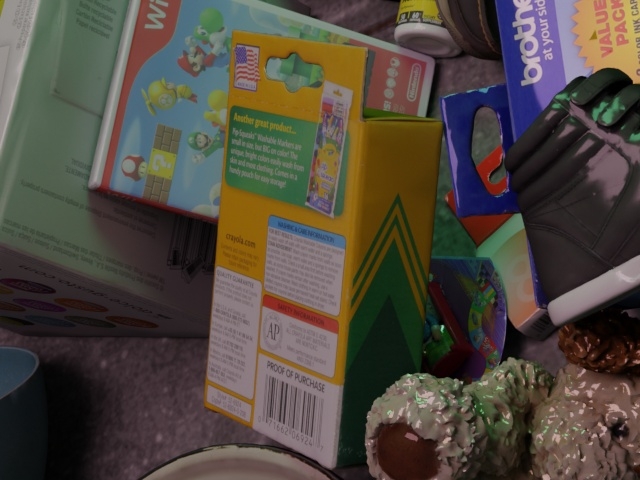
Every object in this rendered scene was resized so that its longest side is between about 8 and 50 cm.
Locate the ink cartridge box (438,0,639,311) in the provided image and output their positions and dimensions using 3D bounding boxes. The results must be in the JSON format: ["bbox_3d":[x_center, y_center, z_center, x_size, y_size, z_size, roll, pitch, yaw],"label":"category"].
[{"bbox_3d":[0.287,-0.096,1.318,0.395,0.151,0.270,-12,81,30],"label":"ink cartridge box"}]

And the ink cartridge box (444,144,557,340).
[{"bbox_3d":[0.184,-0.028,1.506,0.145,0.045,0.179,-44,53,16],"label":"ink cartridge box"}]

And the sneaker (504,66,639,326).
[{"bbox_3d":[0.242,-0.069,1.192,0.296,0.104,0.147,-32,80,30],"label":"sneaker"}]

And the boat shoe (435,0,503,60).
[{"bbox_3d":[0.184,-0.327,1.534,0.130,0.132,0.355,14,101,39],"label":"boat shoe"}]

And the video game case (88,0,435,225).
[{"bbox_3d":[-0.045,-0.104,1.577,0.025,0.285,0.204,158,125,-66],"label":"video game case"}]

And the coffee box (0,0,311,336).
[{"bbox_3d":[-0.262,-0.109,1.700,0.334,0.338,0.338,-2,72,40],"label":"coffee box"}]

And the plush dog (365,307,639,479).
[{"bbox_3d":[0.184,0.161,1.347,0.225,0.262,0.210,-16,23,21],"label":"plush dog"}]

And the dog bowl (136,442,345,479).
[{"bbox_3d":[-0.047,0.376,1.458,0.408,0.150,0.408,-15,64,34],"label":"dog bowl"}]

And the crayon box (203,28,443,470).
[{"bbox_3d":[0.000,0.000,1.450,0.203,0.083,0.323,17,106,55],"label":"crayon box"}]

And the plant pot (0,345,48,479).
[{"bbox_3d":[-0.385,0.242,1.735,0.290,0.290,0.195,-3,107,38],"label":"plant pot"}]

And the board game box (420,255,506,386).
[{"bbox_3d":[0.086,0.076,1.521,0.169,0.033,0.133,2,82,52],"label":"board game box"}]

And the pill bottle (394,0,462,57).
[{"bbox_3d":[0.108,-0.229,1.634,0.065,0.065,0.116,0,72,39],"label":"pill bottle"}]
